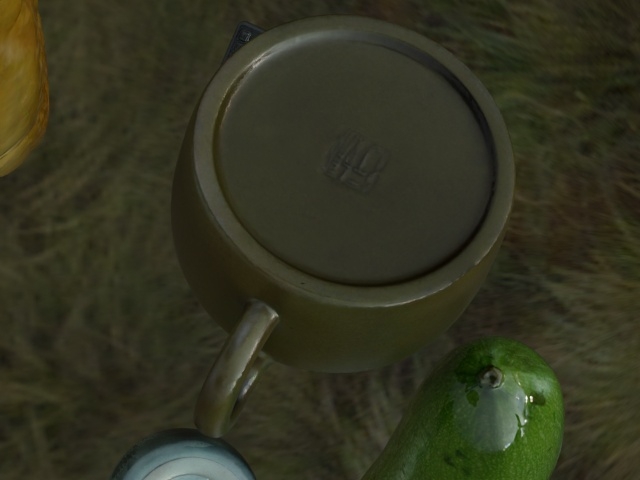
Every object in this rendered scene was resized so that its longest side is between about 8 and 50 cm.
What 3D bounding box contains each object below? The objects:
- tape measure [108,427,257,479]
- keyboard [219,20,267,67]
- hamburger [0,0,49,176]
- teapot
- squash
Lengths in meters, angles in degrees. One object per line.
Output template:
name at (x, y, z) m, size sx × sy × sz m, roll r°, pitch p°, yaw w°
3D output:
tape measure at (-0.088, 0.167, 1.104) m, size 0.104 × 0.180 × 0.107 m, roll 16°, pitch 92°, yaw 0°
keyboard at (0.008, -0.092, 1.130) m, size 0.155 × 0.010 × 0.053 m, roll 23°, pitch 101°, yaw -1°
hamburger at (-0.213, -0.140, 0.635) m, size 0.170 × 0.314 × 0.290 m, roll -23°, pitch 86°, yaw -10°
teapot at (0.000, 0.000, 0.974) m, size 0.185 × 0.175 × 0.268 m, roll 29°, pitch 63°, yaw 7°
squash at (0.086, 0.165, 1.157) m, size 0.107 × 0.395 × 0.107 m, roll 6°, pitch 60°, yaw -10°
